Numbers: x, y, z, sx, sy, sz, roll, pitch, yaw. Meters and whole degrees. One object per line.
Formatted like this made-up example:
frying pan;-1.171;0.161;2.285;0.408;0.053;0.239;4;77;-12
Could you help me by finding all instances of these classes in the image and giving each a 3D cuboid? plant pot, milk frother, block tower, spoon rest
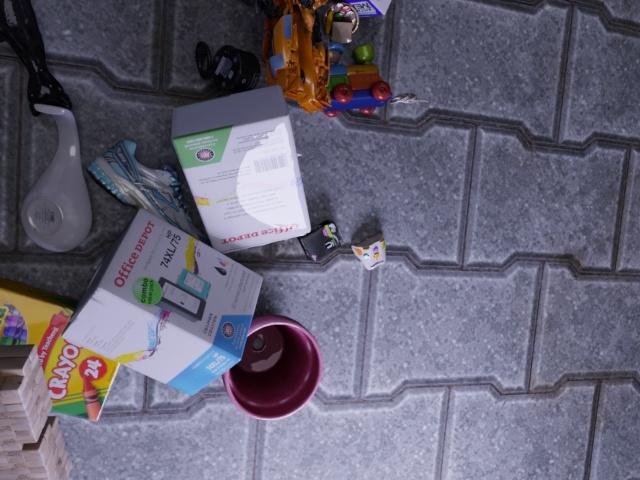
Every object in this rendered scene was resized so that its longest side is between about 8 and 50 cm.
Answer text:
plant pot;-0.114;0.244;1.120;0.201;0.180;0.202;-2;96;-18
milk frother;-0.166;-0.348;1.087;0.134;0.129;0.143;-7;66;-52
block tower;-0.538;0.341;0.966;0.097;0.091;0.336;-1;123;-5
spoon rest;-0.493;-0.113;1.008;0.137;0.084;0.277;10;104;2

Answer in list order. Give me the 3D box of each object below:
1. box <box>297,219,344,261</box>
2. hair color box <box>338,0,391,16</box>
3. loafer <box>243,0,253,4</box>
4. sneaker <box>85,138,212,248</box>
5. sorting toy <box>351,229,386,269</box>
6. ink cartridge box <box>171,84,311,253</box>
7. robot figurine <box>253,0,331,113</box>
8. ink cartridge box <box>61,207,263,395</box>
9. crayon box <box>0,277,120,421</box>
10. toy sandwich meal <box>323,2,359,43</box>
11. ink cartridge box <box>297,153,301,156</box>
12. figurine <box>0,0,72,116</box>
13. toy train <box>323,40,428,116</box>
box;0.000;0.000;1.198;0.083;0.052;0.062;-28;103;-13
hair color box;0.032;-0.620;1.051;0.338;0.110;0.185;27;87;-41
loafer;-0.068;-0.618;1.083;0.109;0.095;0.303;32;86;-17
sneaker;-0.310;-0.085;1.059;0.283;0.110;0.122;42;79;-18
sorting toy;0.125;0.030;1.256;0.083;0.045;0.075;-27;123;-14
ink cartridge box;-0.141;-0.127;1.018;0.201;0.117;0.278;-13;134;-2
robot figurine;-0.043;-0.409;1.050;0.211;0.085;0.291;-2;90;-60
ink cartridge box;-0.286;0.120;0.997;0.270;0.197;0.198;32;42;-21
crayon box;-0.546;0.204;1.025;0.318;0.081;0.202;21;90;-19
toy sandwich meal;0.044;-0.467;1.156;0.085;0.029;0.086;1;133;1
ink cartridge box;-0.133;-0.212;1.103;0.180;0.104;0.060;6;92;-20
figurine;-0.586;-0.306;0.956;0.214;0.092;0.210;-22;107;-14
toy train;0.112;-0.362;1.178;0.247;0.105;0.144;-9;86;-17
